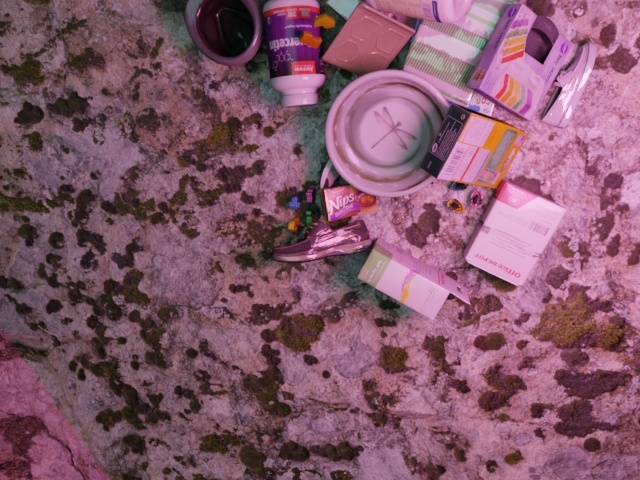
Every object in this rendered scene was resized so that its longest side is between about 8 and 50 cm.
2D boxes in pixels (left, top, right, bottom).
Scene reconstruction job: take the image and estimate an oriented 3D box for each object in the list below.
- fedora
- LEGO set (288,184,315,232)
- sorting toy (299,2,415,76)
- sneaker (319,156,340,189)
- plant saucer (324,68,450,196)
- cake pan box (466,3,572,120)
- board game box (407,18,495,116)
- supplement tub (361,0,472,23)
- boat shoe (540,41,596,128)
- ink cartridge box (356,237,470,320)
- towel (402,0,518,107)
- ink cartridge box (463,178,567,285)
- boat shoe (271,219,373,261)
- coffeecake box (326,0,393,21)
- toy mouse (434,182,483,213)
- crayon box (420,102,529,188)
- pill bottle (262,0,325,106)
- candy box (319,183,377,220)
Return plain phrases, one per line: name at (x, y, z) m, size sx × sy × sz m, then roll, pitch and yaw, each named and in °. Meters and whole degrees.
fedora at (-0.297, -0.706, 1.738) m, size 0.275 × 0.124 × 0.243 m, roll 43°, pitch 107°, yaw 3°
LEGO set at (-0.071, -0.078, 1.852) m, size 0.087 × 0.093 × 0.227 m, roll 4°, pitch 104°, yaw 11°
sorting toy at (0.103, -0.614, 1.594) m, size 0.307 × 0.041 × 0.229 m, roll 12°, pitch 144°, yaw -31°
sneaker at (0.077, -0.263, 1.779) m, size 0.108 × 0.100 × 0.271 m, roll 29°, pitch 107°, yaw -1°
plant saucer at (0.217, -0.336, 1.651) m, size 0.401 × 0.100 × 0.400 m, roll 5°, pitch 117°, yaw 10°
cake pan box at (0.591, -0.522, 1.552) m, size 0.246 × 0.070 × 0.266 m, roll 21°, pitch 102°, yaw -32°
board game box at (0.414, -0.523, 1.652) m, size 0.302 × 0.086 × 0.308 m, roll 16°, pitch 106°, yaw 7°
supplement tub at (0.255, -0.749, 1.460) m, size 0.325 × 0.235 × 0.235 m, roll 23°, pitch 107°, yaw 25°
boat shoe at (0.747, -0.473, 1.590) m, size 0.084 × 0.095 × 0.258 m, roll 17°, pitch 105°, yaw 3°
ink cartridge box at (0.312, 0.141, 1.763) m, size 0.353 × 0.207 × 0.119 m, roll 29°, pitch 106°, yaw 4°
towel at (0.405, -0.593, 1.573) m, size 0.248 × 0.038 × 0.324 m, roll 25°, pitch 106°, yaw 6°
ink cartridge box at (0.620, -0.027, 1.707) m, size 0.207 × 0.117 × 0.283 m, roll 26°, pitch 106°, yaw 5°
boat shoe at (0.000, 0.000, 1.814) m, size 0.355 × 0.132 × 0.130 m, roll -9°, pitch 85°, yaw -14°
coffeecake box at (0.137, -0.744, 1.667) m, size 0.185 × 0.068 × 0.142 m, roll 42°, pitch 105°, yaw 0°
toy mouse at (0.485, -0.155, 1.740) m, size 0.161 × 0.031 × 0.143 m, roll 32°, pitch 102°, yaw 19°
crayon box at (0.465, -0.273, 1.580) m, size 0.083 × 0.323 × 0.203 m, roll 46°, pitch 121°, yaw 40°
pill bottle at (-0.080, -0.598, 1.688) m, size 0.182 × 0.181 × 0.322 m, roll -3°, pitch 102°, yaw 12°
candy box at (0.095, -0.137, 1.780) m, size 0.187 × 0.053 × 0.109 m, roll -12°, pitch 102°, yaw -21°
